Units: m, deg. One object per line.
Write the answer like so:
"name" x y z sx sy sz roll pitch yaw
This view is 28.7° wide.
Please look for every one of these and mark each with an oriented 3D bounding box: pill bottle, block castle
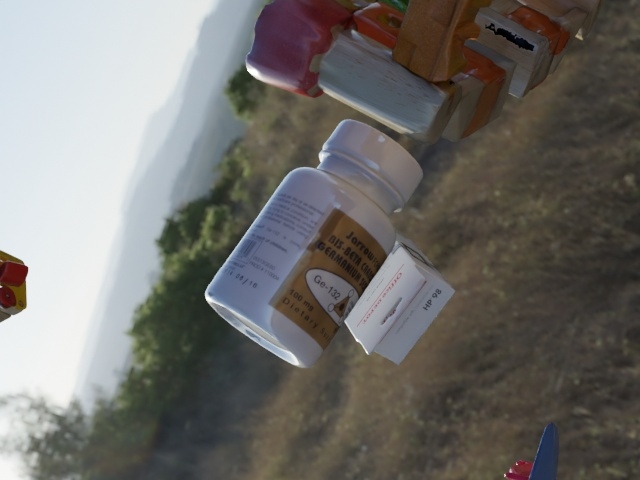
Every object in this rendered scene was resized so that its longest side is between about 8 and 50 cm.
"pill bottle" 0.000 0.000 1.247 0.229 0.131 0.131 -56 7 -12
"block castle" 0.123 -0.287 1.051 0.453 0.213 0.303 -36 -28 -53

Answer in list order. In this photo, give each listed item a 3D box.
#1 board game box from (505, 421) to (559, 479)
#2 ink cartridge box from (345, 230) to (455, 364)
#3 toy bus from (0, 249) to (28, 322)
"board game box" 0.149 0.220 0.970 0.133 0.033 0.169 76 -149 -47
"ink cartridge box" 0.078 0.061 1.354 0.104 0.060 0.180 -53 23 9
"toy bus" -0.459 0.036 1.539 0.202 0.191 0.104 111 154 -55
